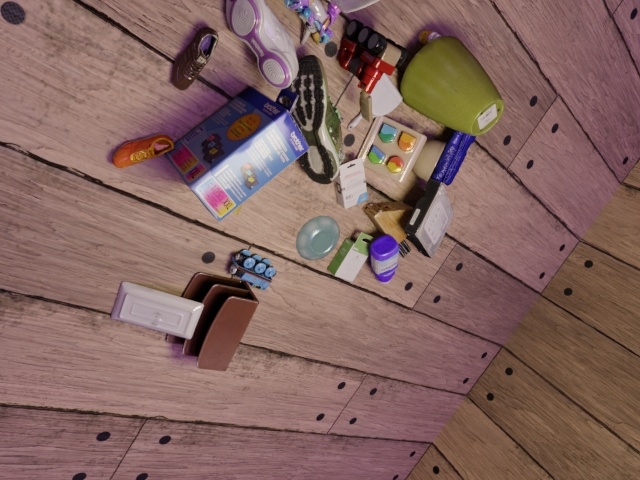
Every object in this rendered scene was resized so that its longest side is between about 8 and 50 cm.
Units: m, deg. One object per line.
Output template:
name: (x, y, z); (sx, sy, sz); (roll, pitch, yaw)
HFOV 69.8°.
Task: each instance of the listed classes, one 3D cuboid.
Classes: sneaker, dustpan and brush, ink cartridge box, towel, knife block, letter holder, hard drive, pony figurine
sneaker: (0.003, -0.402, 1.510); (0.182, 0.158, 0.410); (-46, 137, -44)
dustpan and brush: (0.176, -0.467, 1.608); (0.211, 0.060, 0.147); (-52, 128, -5)
ink cartridge box: (0.131, 0.057, 1.869); (0.109, 0.062, 0.209); (23, 102, -39)
sneaker: (-0.342, -0.493, 1.247); (0.066, 0.071, 0.188); (24, 101, -39)
sneaker: (-0.160, -0.587, 1.302); (0.305, 0.114, 0.152); (62, 33, -24)
towel: (0.559, -0.364, 1.835); (0.227, 0.076, 0.308); (-5, 124, -62)
knife block: (0.291, -0.035, 1.900); (0.275, 0.088, 0.242); (-7, 119, -30)
letter holder: (-0.390, 0.286, 1.617); (0.214, 0.152, 0.302); (17, 106, -36)
hard drive: (0.457, -0.079, 1.894); (0.237, 0.064, 0.339); (-62, 151, -7)
pony figurine: (0.003, -0.732, 1.232); (0.351, 0.303, 0.363); (-26, 140, 25)
ink cartridge box: (-0.221, -0.278, 1.318); (0.395, 0.270, 0.151); (-39, 134, -7)
ink cartridge box: (0.108, -0.220, 1.696); (0.104, 0.060, 0.180); (-24, 127, -18)
sneaker: (-0.500, -0.253, 1.290); (0.175, 0.067, 0.064); (-30, 130, -13)

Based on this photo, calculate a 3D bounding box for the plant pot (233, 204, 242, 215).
plant pot: (-0.292, -0.142, 1.479); (0.081, 0.081, 0.083); (35, 84, -40)

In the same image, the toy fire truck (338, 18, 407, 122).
toy fire truck: (0.140, -0.527, 1.449); (0.158, 0.217, 0.246); (11, 121, -37)

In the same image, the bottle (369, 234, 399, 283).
bottle: (0.266, 0.091, 1.910); (0.118, 0.092, 0.283); (-28, 149, -11)

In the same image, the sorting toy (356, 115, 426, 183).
sorting toy: (0.261, -0.334, 1.685); (0.208, 0.038, 0.193); (24, 104, -6)

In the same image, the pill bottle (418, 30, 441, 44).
pill bottle: (0.377, -0.695, 1.576); (0.043, 0.083, 0.043); (-15, 123, -25)

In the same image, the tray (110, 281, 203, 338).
tray: (-0.538, 0.239, 1.512); (0.270, 0.030, 0.145); (19, 107, -16)

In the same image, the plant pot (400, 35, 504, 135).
plant pot: (0.470, -0.495, 1.563); (0.274, 0.293, 0.275); (-24, 147, -17)

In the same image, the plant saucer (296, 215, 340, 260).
plant saucer: (0.000, 0.000, 1.771); (0.195, 0.037, 0.195); (-15, 124, -24)

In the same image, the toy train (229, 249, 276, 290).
toy train: (-0.244, 0.108, 1.654); (0.184, 0.080, 0.105); (28, 105, -40)

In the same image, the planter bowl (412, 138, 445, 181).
planter bowl: (0.397, -0.323, 1.767); (0.162, 0.109, 0.162); (-62, 173, -13)
